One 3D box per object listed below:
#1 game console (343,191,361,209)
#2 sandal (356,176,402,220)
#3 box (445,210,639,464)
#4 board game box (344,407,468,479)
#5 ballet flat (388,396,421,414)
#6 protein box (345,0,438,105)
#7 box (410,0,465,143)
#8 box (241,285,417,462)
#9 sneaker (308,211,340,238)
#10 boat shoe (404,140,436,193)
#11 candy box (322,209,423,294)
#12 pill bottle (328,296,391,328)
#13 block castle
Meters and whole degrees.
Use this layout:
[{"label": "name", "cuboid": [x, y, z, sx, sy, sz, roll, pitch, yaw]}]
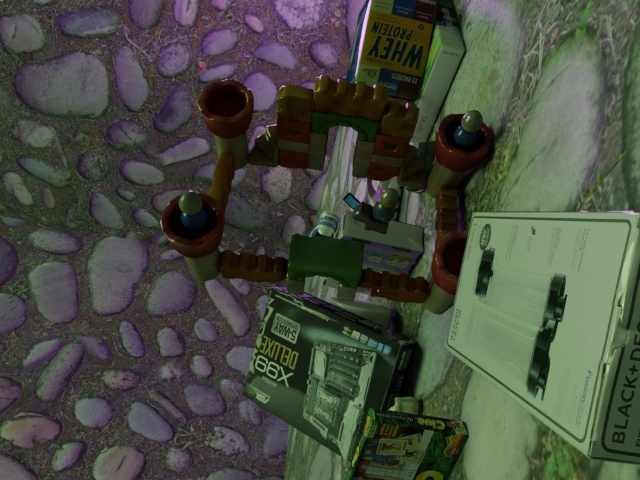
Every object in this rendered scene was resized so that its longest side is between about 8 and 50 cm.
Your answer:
[{"label": "game console", "cuboid": [0.107, -0.089, 1.798, 0.122, 0.071, 0.107, 139, 142, -81]}, {"label": "sandal", "cuboid": [0.146, -0.154, 1.408, 0.169, 0.102, 0.416, 114, 165, -64]}, {"label": "box", "cuboid": [0.214, 0.062, 0.496, 0.290, 0.087, 0.169, -161, 82, -84]}, {"label": "board game box", "cuboid": [0.103, 0.349, 0.789, 0.030, 0.136, 0.259, -98, 18, -61]}, {"label": "ballet flat", "cuboid": [0.128, 0.333, 0.967, 0.057, 0.052, 0.168, -95, 16, -60]}, {"label": "protein box", "cuboid": [0.142, -0.406, 1.200, 0.200, 0.136, 0.201, -136, 57, -82]}, {"label": "box", "cuboid": [0.236, -0.401, 1.234, 0.322, 0.059, 0.232, -88, 10, -45]}, {"label": "box", "cuboid": [0.006, 0.252, 1.077, 0.077, 0.308, 0.242, 8, -79, -57]}, {"label": "sneaker", "cuboid": [0.000, 0.000, 1.173, 0.144, 0.053, 0.059, 107, 180, -54]}, {"label": "boat shoe", "cuboid": [0.197, -0.152, 1.119, 0.206, 0.065, 0.075, 126, 154, -76]}, {"label": "candy box", "cuboid": [0.105, 0.036, 1.161, 0.196, 0.165, 0.070, 109, 171, -53]}, {"label": "pill bottle", "cuboid": [0.060, 0.274, 1.182, 0.161, 0.161, 0.283, -154, 75, -84]}, {"label": "block castle", "cuboid": [0.024, -0.077, 0.828, 0.212, 0.454, 0.302, 97, -179, -62]}]
